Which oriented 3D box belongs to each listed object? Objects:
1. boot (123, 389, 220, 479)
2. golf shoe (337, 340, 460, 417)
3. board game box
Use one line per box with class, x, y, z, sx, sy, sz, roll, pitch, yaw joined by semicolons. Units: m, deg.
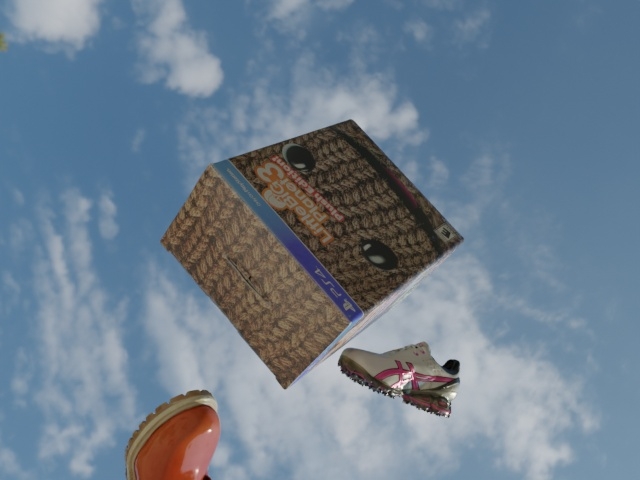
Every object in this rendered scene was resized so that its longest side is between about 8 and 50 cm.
boot;-0.088;0.170;0.472;0.085;0.059;0.157;42;-59;40
golf shoe;0.103;0.165;0.975;0.067;0.186;0.085;4;-108;59
board game box;0.000;0.000;0.928;0.232;0.291;0.141;48;-52;10
